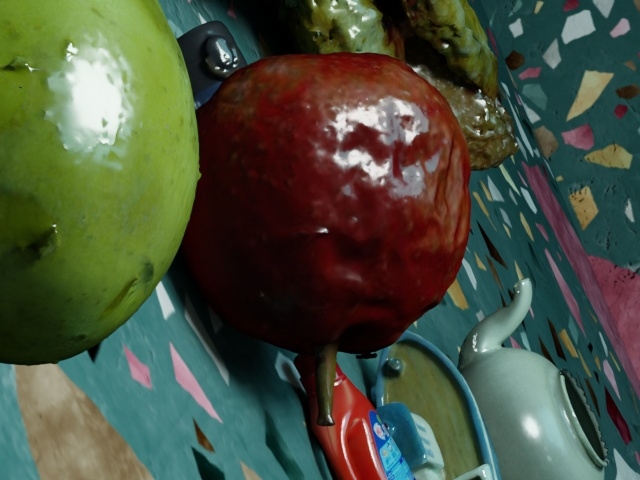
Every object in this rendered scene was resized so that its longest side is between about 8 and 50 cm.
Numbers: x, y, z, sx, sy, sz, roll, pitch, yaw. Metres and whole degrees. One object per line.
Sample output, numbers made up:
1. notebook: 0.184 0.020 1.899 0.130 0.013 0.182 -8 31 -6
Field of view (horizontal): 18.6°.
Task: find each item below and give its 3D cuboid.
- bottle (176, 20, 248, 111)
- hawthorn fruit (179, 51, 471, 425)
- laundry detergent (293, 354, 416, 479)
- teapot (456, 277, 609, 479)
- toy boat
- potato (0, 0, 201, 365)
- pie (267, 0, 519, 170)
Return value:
1. bottle: -0.049 -0.056 1.556 0.244 0.072 0.082 62 -26 -4
2. hawthorn fruit: 0.000 0.000 1.417 0.230 0.210 0.266 6 85 -54
3. laundry detergent: 0.025 0.159 1.517 0.165 0.049 0.097 61 19 -2
4. teapot: 0.207 0.195 1.906 0.294 0.129 0.193 66 16 7
5. toy boat: 0.089 0.163 1.644 0.102 0.088 0.215 34 35 -56
6. potato: -0.170 -0.078 0.945 0.304 0.216 0.216 61 12 29
7. pie: 0.023 -0.280 2.009 0.395 0.180 0.418 57 3 -45
